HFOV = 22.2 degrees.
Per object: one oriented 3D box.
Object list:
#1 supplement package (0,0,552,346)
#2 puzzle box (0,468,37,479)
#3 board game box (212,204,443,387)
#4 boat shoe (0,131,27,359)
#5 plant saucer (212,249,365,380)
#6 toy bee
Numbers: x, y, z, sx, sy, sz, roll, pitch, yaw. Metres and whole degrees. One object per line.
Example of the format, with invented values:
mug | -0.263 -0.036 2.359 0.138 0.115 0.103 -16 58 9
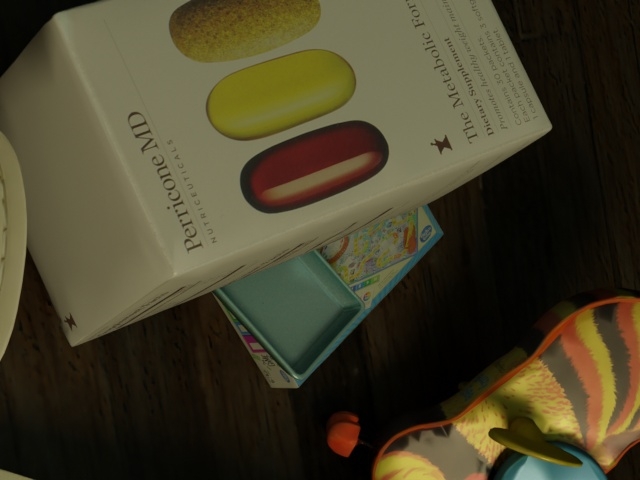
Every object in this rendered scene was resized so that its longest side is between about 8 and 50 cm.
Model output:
supplement package | -0.030 -0.060 0.837 0.244 0.134 0.139 -23 85 -34
puzzle box | -0.108 0.339 0.775 0.272 0.052 0.408 21 72 -17
board game box | 0.000 0.000 0.970 0.154 0.026 0.103 -44 114 -34
boat shoe | -0.208 0.099 0.737 0.117 0.096 0.324 12 71 0
plant saucer | -0.059 -0.012 0.895 0.192 0.018 0.067 49 56 -8
toy bee | 0.093 0.128 0.954 0.162 0.195 0.298 38 72 -5
